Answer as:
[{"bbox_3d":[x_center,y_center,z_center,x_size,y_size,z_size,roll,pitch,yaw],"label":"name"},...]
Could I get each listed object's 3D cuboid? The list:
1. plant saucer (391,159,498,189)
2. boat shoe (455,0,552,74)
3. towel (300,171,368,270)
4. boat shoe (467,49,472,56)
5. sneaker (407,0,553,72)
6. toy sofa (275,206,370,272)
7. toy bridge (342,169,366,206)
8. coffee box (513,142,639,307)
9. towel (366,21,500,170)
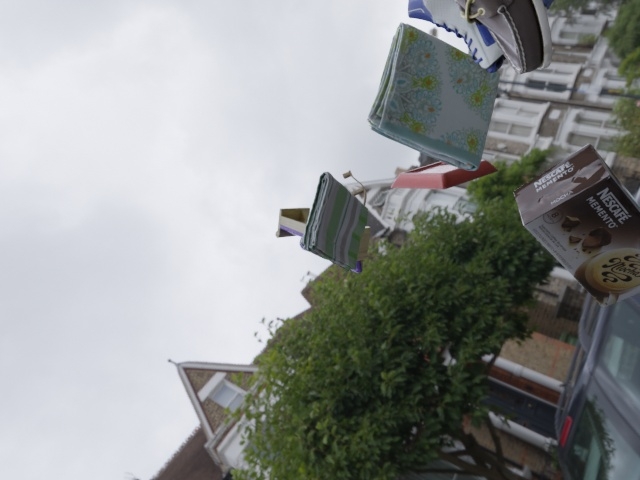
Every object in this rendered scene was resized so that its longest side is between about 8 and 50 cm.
[{"bbox_3d":[0.410,-0.226,1.543,0.259,0.258,0.048,-20,-73,-27],"label":"plant saucer"},{"bbox_3d":[0.245,-0.394,0.694,0.325,0.096,0.116,61,-174,-11],"label":"boat shoe"},{"bbox_3d":[0.030,-0.022,0.675,0.152,0.023,0.113,30,-106,-57],"label":"towel"},{"bbox_3d":[0.595,-0.636,1.712,0.096,0.088,0.268,22,-110,-68],"label":"boat shoe"},{"bbox_3d":[0.340,-0.467,1.007,0.127,0.315,0.182,-37,-47,-54],"label":"sneaker"},{"bbox_3d":[0.000,0.000,1.675,0.150,0.362,0.177,-7,-70,-42],"label":"toy sofa"},{"bbox_3d":[0.140,-0.186,1.753,0.026,0.063,0.188,25,-134,-69],"label":"toy bridge"},{"bbox_3d":[0.548,-0.020,0.908,0.297,0.168,0.119,39,-144,-21],"label":"coffee box"},{"bbox_3d":[0.338,-0.409,1.324,0.374,0.090,0.321,19,-96,-18],"label":"towel"}]
